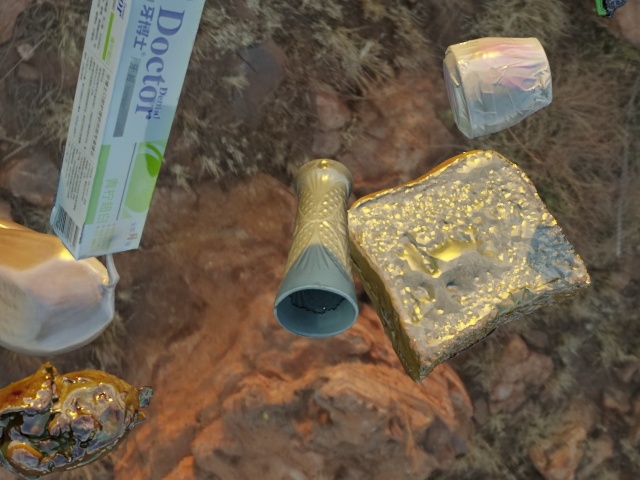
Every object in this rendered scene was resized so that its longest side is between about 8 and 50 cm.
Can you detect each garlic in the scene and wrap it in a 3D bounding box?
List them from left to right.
[{"bbox_3d":[-0.451,0.055,1.315,0.339,0.231,0.246,2,109,17],"label":"garlic"}]

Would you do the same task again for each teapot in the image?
[{"bbox_3d":[0.314,-0.270,1.362,0.178,0.221,0.163,-13,87,6],"label":"teapot"}]

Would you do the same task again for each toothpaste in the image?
[{"bbox_3d":[-0.197,-0.130,0.773,0.081,0.067,0.337,-14,138,-43],"label":"toothpaste"}]

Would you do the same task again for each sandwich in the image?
[{"bbox_3d":[0.200,0.017,1.126,0.301,0.099,0.271,-25,74,-14],"label":"sandwich"}]

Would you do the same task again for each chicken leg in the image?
[{"bbox_3d":[-0.425,0.268,1.080,0.360,0.140,0.211,-15,154,13],"label":"chicken leg"}]

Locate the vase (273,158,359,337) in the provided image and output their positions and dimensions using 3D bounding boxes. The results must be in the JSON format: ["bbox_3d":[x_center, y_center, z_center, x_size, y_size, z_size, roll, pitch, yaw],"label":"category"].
[{"bbox_3d":[0.000,0.000,0.934,0.096,0.219,0.096,2,139,2],"label":"vase"}]

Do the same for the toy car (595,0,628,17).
[{"bbox_3d":[0.341,-0.352,0.928,0.062,0.071,0.165,6,113,26],"label":"toy car"}]
